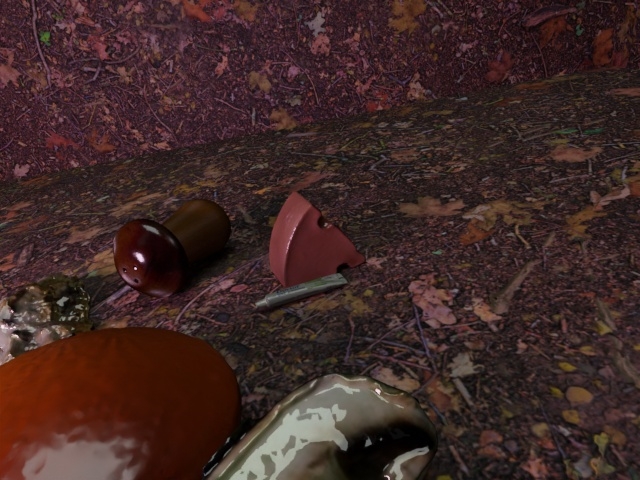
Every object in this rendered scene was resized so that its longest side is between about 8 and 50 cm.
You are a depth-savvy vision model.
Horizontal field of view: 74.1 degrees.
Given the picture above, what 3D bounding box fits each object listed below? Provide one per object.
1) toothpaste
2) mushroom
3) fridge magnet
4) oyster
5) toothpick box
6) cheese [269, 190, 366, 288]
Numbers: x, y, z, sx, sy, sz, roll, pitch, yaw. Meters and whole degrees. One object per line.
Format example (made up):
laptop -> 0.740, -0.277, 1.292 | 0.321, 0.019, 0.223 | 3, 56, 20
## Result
toothpaste -> -0.040, 0.106, 0.886 | 0.197, 0.029, 0.048 | -16, 28, -15
mushroom -> -0.005, 0.292, 0.426 | 0.247, 0.130, 0.344 | 16, 36, 15
fridge magnet -> -0.280, 0.232, 0.524 | 0.363, 0.155, 0.364 | 0, 22, 0
oyster -> -0.626, 0.157, 0.938 | 0.201, 0.107, 0.354 | -20, 28, -23
toothpick box -> -0.352, 0.010, 1.032 | 0.192, 0.192, 0.294 | 2, 24, 24
cheese -> -0.020, -0.014, 0.941 | 0.202, 0.177, 0.128 | -19, 28, -14
